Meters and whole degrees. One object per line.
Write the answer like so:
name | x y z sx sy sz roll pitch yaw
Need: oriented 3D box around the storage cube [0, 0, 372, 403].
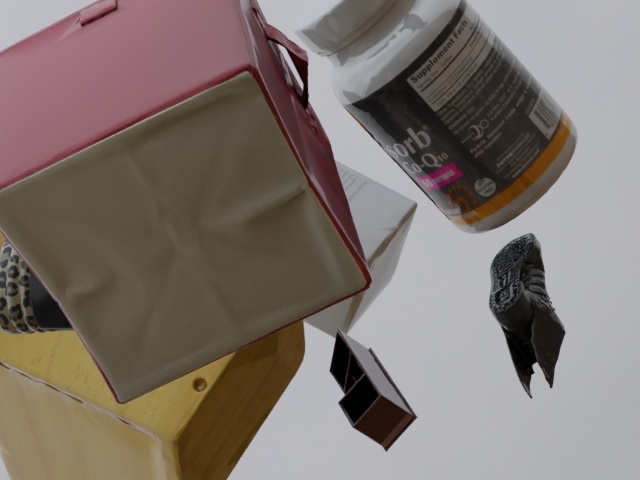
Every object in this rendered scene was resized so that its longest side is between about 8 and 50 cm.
storage cube | -0.096 -0.047 1.116 0.215 0.193 0.184 -25 -58 6

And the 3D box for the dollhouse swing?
dollhouse swing | -0.186 0.159 1.837 0.315 0.347 0.305 -56 -35 -22

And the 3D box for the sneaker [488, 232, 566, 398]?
sneaker | 0.204 0.070 1.668 0.051 0.089 0.170 -26 21 26

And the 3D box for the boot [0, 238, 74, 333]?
boot | -0.172 -0.025 1.421 0.085 0.178 0.236 42 -129 -60

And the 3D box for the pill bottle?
pill bottle | 0.111 -0.152 1.684 0.162 0.278 0.162 -40 17 15

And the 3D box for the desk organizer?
desk organizer | 0.041 0.144 1.673 0.050 0.130 0.047 35 -79 -32

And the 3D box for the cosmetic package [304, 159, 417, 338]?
cosmetic package | 0.000 0.000 2.210 0.151 0.183 0.151 -48 -18 -46
